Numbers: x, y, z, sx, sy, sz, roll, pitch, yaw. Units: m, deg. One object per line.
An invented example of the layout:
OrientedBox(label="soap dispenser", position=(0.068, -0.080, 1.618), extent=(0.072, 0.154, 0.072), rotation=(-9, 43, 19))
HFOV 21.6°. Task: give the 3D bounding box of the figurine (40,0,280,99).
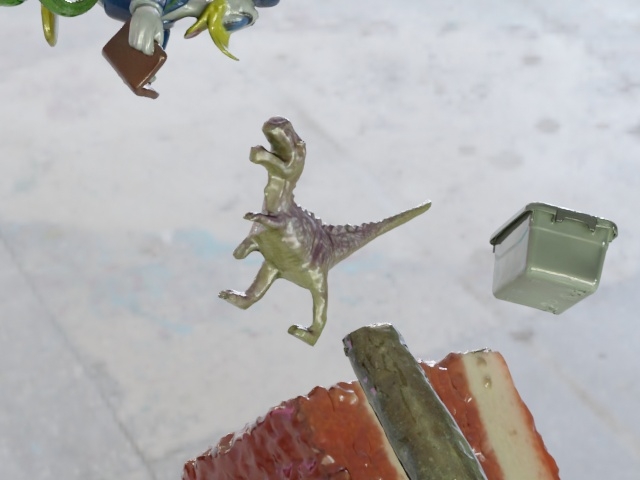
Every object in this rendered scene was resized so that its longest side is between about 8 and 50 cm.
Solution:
OrientedBox(label="figurine", position=(-0.219, -0.328, 2.318), extent=(0.338, 0.204, 0.283), rotation=(-5, 47, -6))

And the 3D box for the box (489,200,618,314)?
OrientedBox(label="box", position=(0.280, 0.027, 2.056), extent=(0.124, 0.172, 0.093), rotation=(14, 72, -8))

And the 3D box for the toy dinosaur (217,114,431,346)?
OrientedBox(label="toy dinosaur", position=(0.002, 0.000, 1.629), extent=(0.072, 0.251, 0.200), rotation=(11, 74, 55))

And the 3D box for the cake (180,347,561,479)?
OrientedBox(label="cake", position=(0.064, 0.285, 1.691), extent=(0.319, 0.270, 0.269), rotation=(-10, 73, -41))

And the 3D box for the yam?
OrientedBox(label="yam", position=(0.094, 0.177, 1.206), extent=(0.061, 0.061, 0.274), rotation=(-19, 65, -18))

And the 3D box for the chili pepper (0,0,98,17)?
OrientedBox(label="chili pepper", position=(-0.194, -0.208, 0.817), extent=(0.074, 0.257, 0.100), rotation=(-18, 26, 20))
